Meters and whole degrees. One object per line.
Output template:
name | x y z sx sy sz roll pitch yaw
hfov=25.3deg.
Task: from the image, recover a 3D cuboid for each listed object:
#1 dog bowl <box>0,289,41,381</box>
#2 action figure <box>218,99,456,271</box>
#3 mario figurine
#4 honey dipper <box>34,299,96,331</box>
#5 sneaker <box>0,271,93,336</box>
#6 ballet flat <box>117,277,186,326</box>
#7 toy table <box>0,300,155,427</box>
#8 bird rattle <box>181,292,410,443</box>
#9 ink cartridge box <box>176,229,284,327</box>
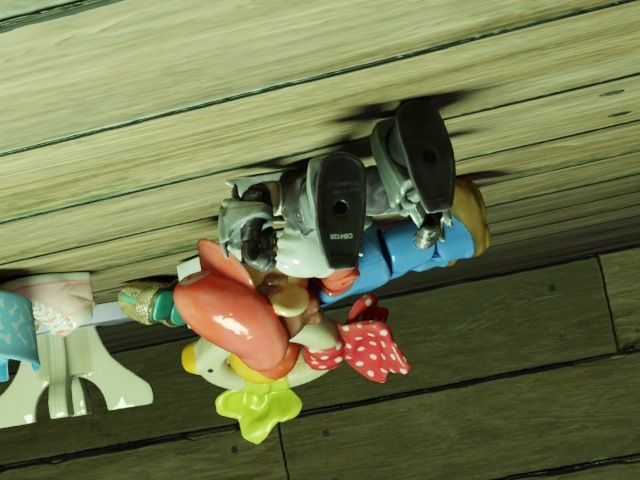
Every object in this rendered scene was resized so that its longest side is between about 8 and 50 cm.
dog bowl | -0.401 0.103 1.536 0.166 0.074 0.297 8 166 -25
action figure | 0.016 -0.027 1.074 0.185 0.099 0.285 -15 179 -10
mario figurine | 0.000 0.000 1.404 0.320 0.170 0.198 -20 142 -24
honey dipper | -0.381 0.109 2.032 0.160 0.030 0.030 -16 173 33
sneaker | -0.307 0.074 1.596 0.051 0.070 0.134 -13 173 39
ballet flat | -0.221 0.078 1.925 0.067 0.073 0.206 16 177 12
toy table | -0.388 0.191 2.187 0.274 0.161 0.252 -11 175 9
bird rattle | -0.038 0.136 1.622 0.253 0.143 0.207 -19 153 36
ink cartridge box | -0.057 0.042 1.683 0.148 0.086 0.203 -7 173 -33
